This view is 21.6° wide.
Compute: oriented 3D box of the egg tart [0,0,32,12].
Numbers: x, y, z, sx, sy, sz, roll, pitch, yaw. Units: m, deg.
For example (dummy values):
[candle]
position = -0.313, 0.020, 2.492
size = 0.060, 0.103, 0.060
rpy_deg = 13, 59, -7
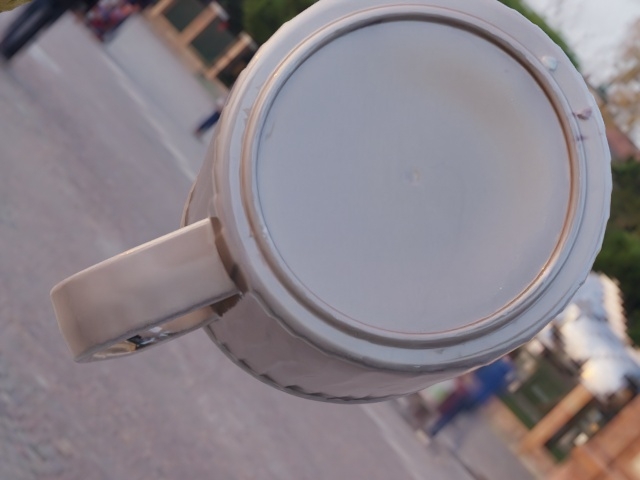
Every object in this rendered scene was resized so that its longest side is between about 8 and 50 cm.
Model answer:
[egg tart]
position = -0.137, -0.138, 0.403
size = 0.388, 0.388, 0.169
rpy_deg = -73, 147, -87

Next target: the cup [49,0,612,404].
[cup]
position = 0.003, -0.019, 0.945
size = 0.288, 0.208, 0.273
rpy_deg = 7, -8, -5
